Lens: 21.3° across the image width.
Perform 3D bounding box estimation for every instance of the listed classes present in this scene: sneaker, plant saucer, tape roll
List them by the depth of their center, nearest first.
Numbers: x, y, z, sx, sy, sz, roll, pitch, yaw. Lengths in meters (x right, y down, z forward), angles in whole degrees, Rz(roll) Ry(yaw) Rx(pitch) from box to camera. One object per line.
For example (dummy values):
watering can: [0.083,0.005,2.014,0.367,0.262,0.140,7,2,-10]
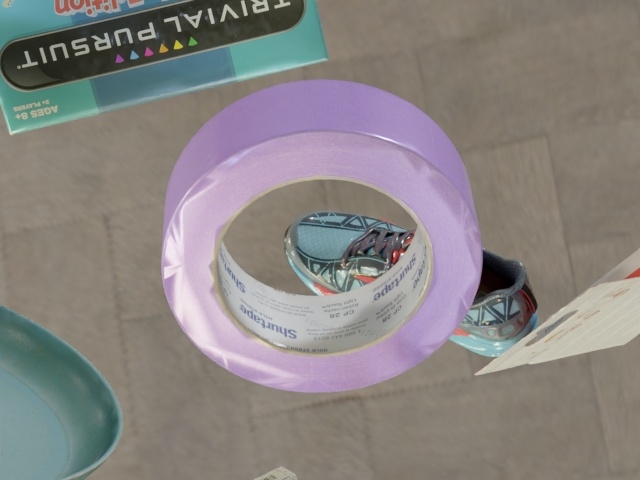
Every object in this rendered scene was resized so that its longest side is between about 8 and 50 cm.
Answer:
plant saucer: [-0.285,0.094,1.099,0.317,0.317,0.044,23,107,13]
tape roll: [0.000,0.000,1.478,0.274,0.275,0.090,-14,33,7]
sneaker: [0.089,0.015,1.628,0.261,0.125,0.104,18,62,12]

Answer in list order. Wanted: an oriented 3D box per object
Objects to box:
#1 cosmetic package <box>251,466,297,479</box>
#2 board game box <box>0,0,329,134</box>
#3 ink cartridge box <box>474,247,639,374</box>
cosmetic package: [-0.041,0.304,1.786,0.060,0.041,0.115,-25,106,-20]
board game box: [-0.152,-0.269,1.250,0.253,0.079,0.336,-13,115,1]
ink cartridge box: [0.262,0.051,1.589,0.181,0.224,0.056,-44,62,43]
